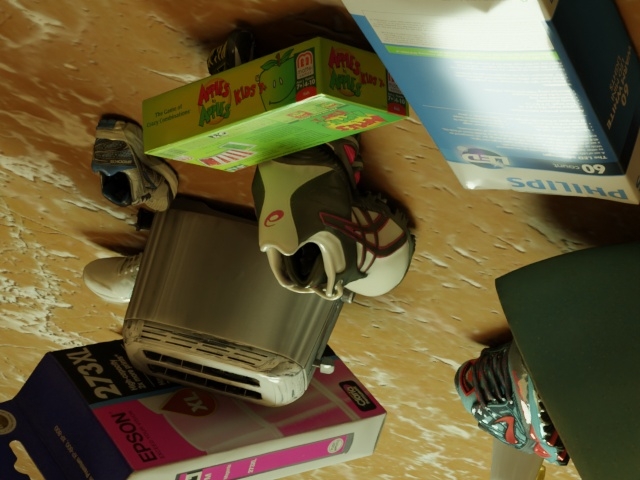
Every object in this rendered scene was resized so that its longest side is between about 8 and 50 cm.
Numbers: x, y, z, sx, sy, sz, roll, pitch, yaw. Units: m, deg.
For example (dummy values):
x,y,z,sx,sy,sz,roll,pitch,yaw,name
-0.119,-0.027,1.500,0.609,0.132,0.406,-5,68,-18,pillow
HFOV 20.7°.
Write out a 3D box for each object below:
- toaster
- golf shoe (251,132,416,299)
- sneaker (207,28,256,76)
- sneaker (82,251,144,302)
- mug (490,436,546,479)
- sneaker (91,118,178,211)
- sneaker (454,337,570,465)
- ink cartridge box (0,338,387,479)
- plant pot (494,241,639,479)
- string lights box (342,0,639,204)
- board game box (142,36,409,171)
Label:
x,y,z,sx,sy,sz,roll,pitch,yaw,name
-0.088,0.057,1.608,0.227,0.146,0.129,15,158,6,toaster
0.000,0.000,1.446,0.105,0.120,0.273,6,158,22,golf shoe
-0.068,-0.131,1.290,0.035,0.031,0.083,15,159,5,sneaker
-0.169,0.029,1.746,0.152,0.053,0.061,5,141,20,sneaker
0.226,0.260,1.984,0.078,0.064,0.062,21,158,-11,mug
-0.167,-0.052,1.521,0.052,0.058,0.135,8,157,23,sneaker
0.185,0.151,1.698,0.125,0.104,0.262,13,158,16,sneaker
-0.134,0.162,1.648,0.371,0.176,0.069,-11,132,-34,ink cartridge box
0.288,0.114,1.363,0.195,0.290,0.290,-28,145,9,plant pot
0.120,-0.118,1.120,0.133,0.076,0.259,6,156,27,string lights box
-0.035,-0.095,1.270,0.181,0.043,0.092,-14,164,41,board game box
